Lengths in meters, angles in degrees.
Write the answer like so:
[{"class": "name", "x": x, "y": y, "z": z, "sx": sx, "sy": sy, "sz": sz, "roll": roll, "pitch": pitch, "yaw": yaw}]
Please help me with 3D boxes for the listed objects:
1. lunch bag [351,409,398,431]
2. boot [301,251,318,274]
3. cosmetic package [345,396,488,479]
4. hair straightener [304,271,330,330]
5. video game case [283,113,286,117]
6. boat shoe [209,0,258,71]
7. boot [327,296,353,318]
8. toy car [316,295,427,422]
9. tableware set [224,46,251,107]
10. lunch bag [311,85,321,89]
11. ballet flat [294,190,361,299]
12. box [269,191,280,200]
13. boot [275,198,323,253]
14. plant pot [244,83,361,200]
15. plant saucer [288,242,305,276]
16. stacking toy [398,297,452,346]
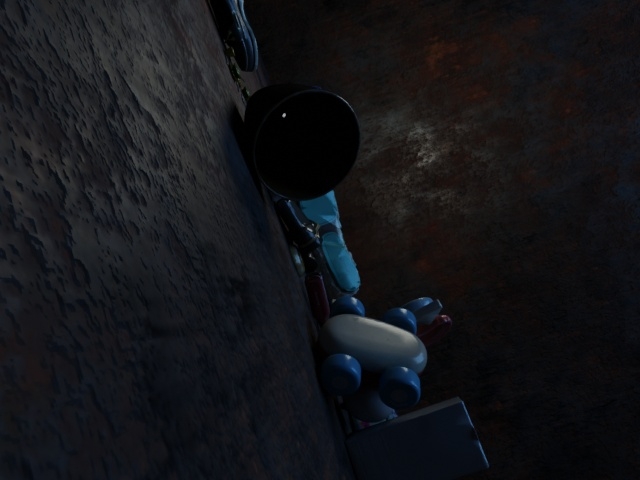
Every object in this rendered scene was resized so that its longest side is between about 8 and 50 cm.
[{"class": "lunch bag", "x": 0.147, "y": 0.464, "z": 1.295, "sx": 0.224, "sy": 0.107, "sz": 0.279, "roll": -105, "pitch": 175, "yaw": -56}, {"class": "boot", "x": -0.036, "y": 0.030, "z": 1.377, "sx": 0.106, "sy": 0.037, "sz": 0.114, "roll": 92, "pitch": -14, "yaw": -60}, {"class": "cosmetic package", "x": 0.178, "y": 0.394, "z": 0.989, "sx": 0.107, "sy": 0.238, "sz": 0.127, "roll": 60, "pitch": 12, "yaw": -77}, {"class": "hair straightener", "x": 0.013, "y": 0.179, "z": 1.203, "sx": 0.089, "sy": 0.047, "sz": 0.230, "roll": -94, "pitch": 165, "yaw": -79}, {"class": "video game case", "x": -0.060, "y": -0.280, "z": 1.433, "sx": 0.190, "sy": 0.022, "sz": 0.173, "roll": 44, "pitch": 35, "yaw": -32}, {"class": "boat shoe", "x": -0.216, "y": -0.519, "z": 1.270, "sx": 0.081, "sy": 0.068, "sz": 0.228, "roll": 5, "pitch": -63, "yaw": 48}, {"class": "boot", "x": 0.048, "y": 0.210, "z": 1.566, "sx": 0.305, "sy": 0.112, "sz": 0.115, "roll": -113, "pitch": -148, "yaw": -58}, {"class": "toy car", "x": 0.082, "y": 0.276, "z": 1.036, "sx": 0.219, "sy": 0.210, "sz": 0.238, "roll": -77, "pitch": 179, "yaw": -61}, {"class": "tableware set", "x": -0.193, "y": -0.392, "z": 1.264, "sx": 0.154, "sy": 0.024, "sz": 0.104, "roll": 68, "pitch": 4, "yaw": -47}, {"class": "lunch bag", "x": -0.072, "y": -0.389, "z": 1.680, "sx": 0.090, "sy": 0.219, "sz": 0.176, "roll": 90, "pitch": -18, "yaw": -78}, {"class": "ballet flat", "x": -0.011, "y": -0.017, "z": 1.499, "sx": 0.147, "sy": 0.147, "sz": 0.409, "roll": 54, "pitch": 19, "yaw": -82}, {"class": "box", "x": -0.088, "y": -0.152, "z": 1.281, "sx": 0.324, "sy": 0.067, "sz": 0.063, "roll": -101, "pitch": 172, "yaw": -79}, {"class": "boot", "x": -0.060, "y": -0.058, "z": 1.243, "sx": 0.137, "sy": 0.077, "sz": 0.198, "roll": 55, "pitch": -4, "yaw": -17}, {"class": "plant pot", "x": -0.066, "y": -0.225, "z": 1.051, "sx": 0.230, "sy": 0.215, "sz": 0.215, "roll": 51, "pitch": -14, "yaw": 51}, {"class": "plant saucer", "x": -0.052, "y": 0.042, "z": 1.190, "sx": 0.083, "sy": 0.015, "sz": 0.083, "roll": -19, "pitch": 90, "yaw": -87}, {"class": "stacking toy", "x": 0.160, "y": 0.207, "z": 1.300, "sx": 0.279, "sy": 0.309, "sz": 0.130, "roll": 73, "pitch": -8, "yaw": -60}]
